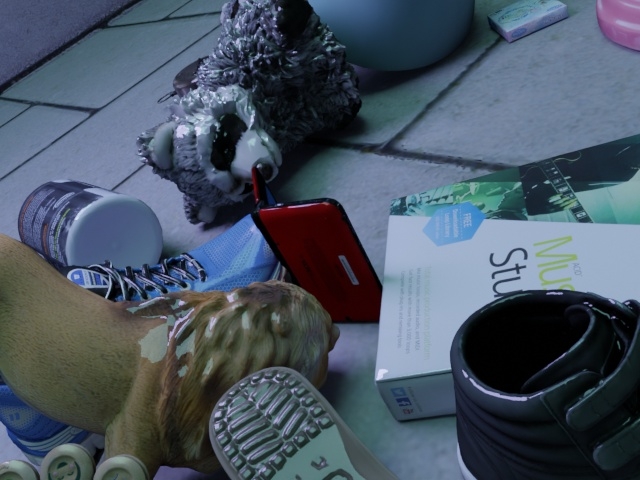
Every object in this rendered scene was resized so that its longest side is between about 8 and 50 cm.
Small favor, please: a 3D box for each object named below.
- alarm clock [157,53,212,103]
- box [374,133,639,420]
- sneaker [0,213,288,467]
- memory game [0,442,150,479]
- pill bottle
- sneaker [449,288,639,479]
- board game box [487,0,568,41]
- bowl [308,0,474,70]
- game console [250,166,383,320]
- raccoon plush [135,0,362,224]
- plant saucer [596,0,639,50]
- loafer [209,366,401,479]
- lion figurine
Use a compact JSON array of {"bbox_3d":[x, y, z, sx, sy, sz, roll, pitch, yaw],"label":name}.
[{"bbox_3d":[-0.262,-0.333,1.287,0.192,0.064,0.129,-24,34,12],"label":"alarm clock"},{"bbox_3d":[0.207,0.013,0.490,0.322,0.058,0.232,-13,36,20],"label":"box"},{"bbox_3d":[-0.175,0.073,0.602,0.330,0.147,0.130,-38,35,-16],"label":"sneaker"},{"bbox_3d":[-0.166,0.227,0.394,0.186,0.186,0.012,-29,-9,-1],"label":"memory game"},{"bbox_3d":[-0.331,-0.015,0.844,0.246,0.130,0.130,15,53,46],"label":"pill bottle"},{"bbox_3d":[0.186,0.109,0.296,0.296,0.147,0.104,10,47,41],"label":"sneaker"},{"bbox_3d":[0.308,-0.336,0.916,0.090,0.020,0.090,-22,33,9],"label":"board game box"},{"bbox_3d":[0.105,-0.426,0.910,0.312,0.163,0.311,3,67,-7],"label":"bowl"},{"bbox_3d":[0.000,0.000,0.575,0.124,0.144,0.085,-5,41,31],"label":"game console"},{"bbox_3d":[-0.136,-0.201,0.918,0.299,0.216,0.446,-39,27,-4],"label":"raccoon plush"},{"bbox_3d":[0.503,-0.340,0.727,0.332,0.084,0.332,-20,34,14],"label":"plant saucer"},{"bbox_3d":[0.029,0.188,0.360,0.102,0.092,0.268,-33,50,-9],"label":"loafer"},{"bbox_3d":[-0.195,0.085,0.472,0.240,0.392,0.142,-64,12,0],"label":"lion figurine"}]
